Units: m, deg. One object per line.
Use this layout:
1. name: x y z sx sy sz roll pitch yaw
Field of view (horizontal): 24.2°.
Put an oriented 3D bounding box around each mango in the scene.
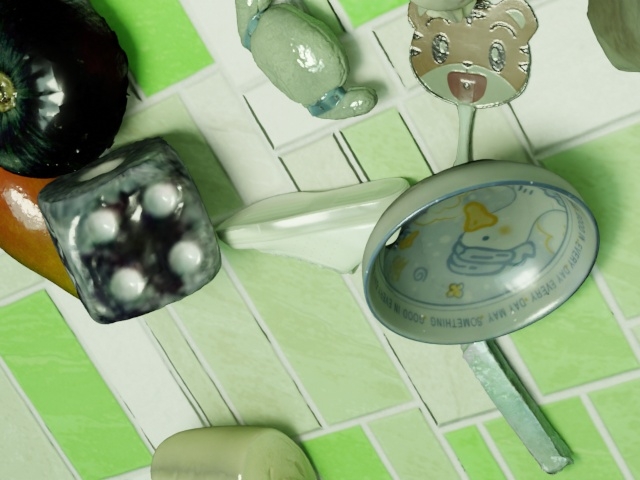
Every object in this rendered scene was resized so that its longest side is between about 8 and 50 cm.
1. mango: -0.358 -0.026 1.977 0.289 0.129 0.146 42 125 -11

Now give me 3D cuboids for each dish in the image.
1. dish: 0.169 -0.014 1.711 0.273 0.133 0.273 -9 138 -8

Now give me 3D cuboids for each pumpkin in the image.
1. pumpkin: -0.344 -0.191 1.838 0.233 0.163 0.233 6 103 25

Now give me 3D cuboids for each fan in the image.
1. fan: 0.169 -0.175 1.698 0.153 0.008 0.226 11 121 20

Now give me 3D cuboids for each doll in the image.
1. doll: -0.026 -0.215 1.733 0.214 0.071 0.103 42 126 4

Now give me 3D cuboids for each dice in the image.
1. dice: -0.236 -0.012 1.849 0.182 0.181 0.183 -24 107 -10

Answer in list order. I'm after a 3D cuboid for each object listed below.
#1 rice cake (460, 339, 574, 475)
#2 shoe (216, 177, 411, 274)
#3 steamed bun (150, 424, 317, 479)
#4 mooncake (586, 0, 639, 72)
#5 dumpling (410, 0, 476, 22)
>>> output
1. rice cake: 0.244 0.203 1.859 0.043 0.034 0.211 -30 100 27
2. shoe: 0.000 0.000 1.830 0.265 0.095 0.110 -11 112 28
3. steamed bun: -0.109 0.354 2.046 0.200 0.155 0.250 -5 121 32
4. mooncake: 0.354 -0.283 1.428 0.254 0.136 0.250 31 142 65
5. dumpling: 0.109 -0.337 1.555 0.193 0.147 0.258 40 158 12
